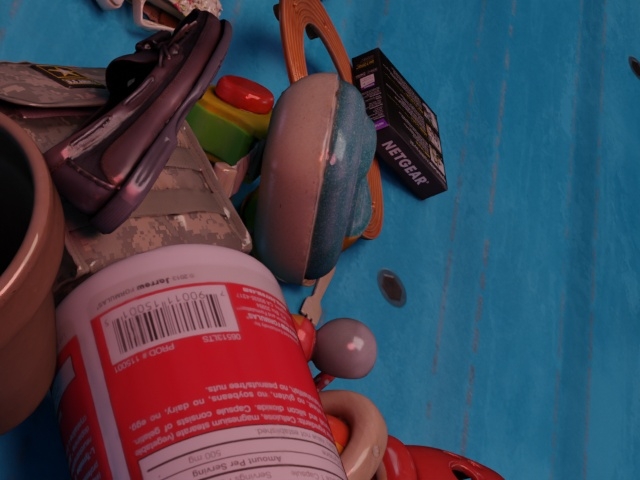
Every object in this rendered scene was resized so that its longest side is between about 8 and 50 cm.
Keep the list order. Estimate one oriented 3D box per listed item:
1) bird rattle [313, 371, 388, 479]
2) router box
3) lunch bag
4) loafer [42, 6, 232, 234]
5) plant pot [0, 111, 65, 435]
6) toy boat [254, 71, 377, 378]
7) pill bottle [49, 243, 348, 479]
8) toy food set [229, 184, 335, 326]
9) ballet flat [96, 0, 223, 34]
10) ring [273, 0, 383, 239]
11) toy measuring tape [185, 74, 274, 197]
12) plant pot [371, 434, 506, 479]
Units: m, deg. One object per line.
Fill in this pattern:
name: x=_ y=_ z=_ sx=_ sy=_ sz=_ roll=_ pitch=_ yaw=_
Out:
bird rattle: x=-0.022 y=0.217 z=1.628 sx=0.253 sy=0.207 sz=0.143 roll=-51 pitch=125 yaw=-45
router box: x=0.107 y=-0.154 z=2.167 sx=0.179 sy=0.046 sz=0.133 roll=43 pitch=33 yaw=-48
lunch bag: x=-0.239 y=-0.065 z=1.586 sx=0.235 sy=0.169 sz=0.287 roll=-6 pitch=61 yaw=-50
loafer: x=-0.166 y=-0.135 z=1.499 sx=0.095 sy=0.109 sz=0.302 roll=37 pitch=42 yaw=-15
plant pot: x=-0.318 y=0.052 z=1.316 sx=0.229 sy=0.263 sz=0.263 roll=78 pitch=9 yaw=-52
toy boat: x=0.000 y=0.000 z=1.711 sx=0.148 sy=0.267 sz=0.318 roll=9 pitch=58 yaw=-1
pill bottle: x=-0.090 y=0.223 z=1.384 sx=0.229 sy=0.229 sz=0.407 roll=20 pitch=39 yaw=-44
toy food set: x=-0.044 y=-0.005 z=1.900 sx=0.192 sy=0.038 sz=0.132 roll=46 pitch=36 yaw=-19
ballet flat: x=-0.212 y=-0.290 z=1.873 sx=0.241 sy=0.091 sz=0.077 roll=23 pitch=72 yaw=-36
ring: x=0.008 y=-0.159 z=2.002 sx=0.336 sy=0.032 sz=0.336 roll=-17 pitch=90 yaw=-75
toy measuring tape: x=-0.114 y=-0.113 z=1.788 sx=0.121 sy=0.121 sz=0.330 roll=55 pitch=17 yaw=-6
plant pot: x=0.088 y=0.299 z=1.702 sx=0.174 sy=0.191 sz=0.191 roll=30 pitch=43 yaw=-31
